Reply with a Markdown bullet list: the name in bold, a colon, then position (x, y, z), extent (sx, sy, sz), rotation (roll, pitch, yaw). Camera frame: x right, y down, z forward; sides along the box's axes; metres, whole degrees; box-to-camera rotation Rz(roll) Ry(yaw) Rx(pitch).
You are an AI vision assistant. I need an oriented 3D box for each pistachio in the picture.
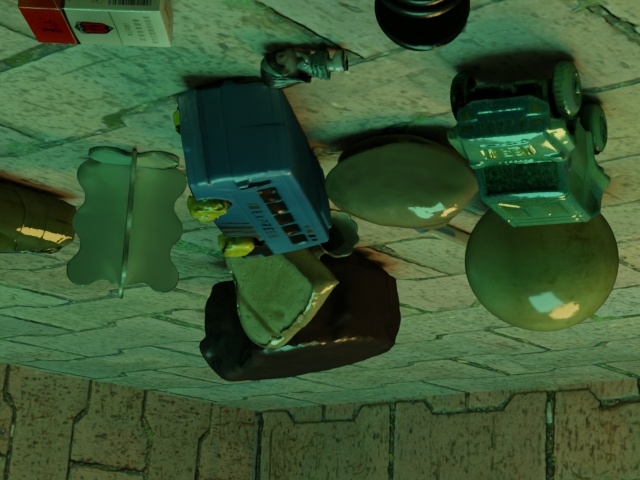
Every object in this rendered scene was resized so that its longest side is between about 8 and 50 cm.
- **pistachio**: position (0.117, -0.081, 1.950), extent (0.223, 0.126, 0.152), rotation (-3, 129, 27)

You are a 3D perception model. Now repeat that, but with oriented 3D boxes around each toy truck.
- **toy truck**: position (-0.091, -0.091, 1.897), extent (0.162, 0.161, 0.385), rotation (-11, 163, 6)
- **toy truck**: position (0.264, -0.114, 1.732), extent (0.155, 0.156, 0.279), rotation (-4, 165, 23)

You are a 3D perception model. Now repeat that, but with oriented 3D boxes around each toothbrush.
- **toothbrush**: position (0.167, -0.032, 2.287), extent (0.040, 0.040, 0.386), rotation (-9, 163, 37)

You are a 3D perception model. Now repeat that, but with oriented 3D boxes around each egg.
- **egg**: position (0.330, 0.032, 2.149), extent (0.218, 0.218, 0.295), rotation (7, 172, -18)

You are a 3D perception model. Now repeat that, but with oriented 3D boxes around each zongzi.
- **zongzi**: position (-0.551, -0.017, 2.272), extent (0.256, 0.115, 0.228), rotation (-20, 157, 33)

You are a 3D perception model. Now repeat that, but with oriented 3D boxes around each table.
- **table**: position (-0.288, -0.021, 2.081), extent (0.167, 0.198, 0.166), rotation (3, 165, 1)

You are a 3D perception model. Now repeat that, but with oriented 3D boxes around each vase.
- **vase**: position (0.000, 0.000, 2.365), extent (0.081, 0.081, 0.149), rotation (8, 167, -21)

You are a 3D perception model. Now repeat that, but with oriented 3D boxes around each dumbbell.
- **dumbbell**: position (0.099, -0.246, 1.363), extent (0.099, 0.099, 0.208), rotation (1, 165, 4)

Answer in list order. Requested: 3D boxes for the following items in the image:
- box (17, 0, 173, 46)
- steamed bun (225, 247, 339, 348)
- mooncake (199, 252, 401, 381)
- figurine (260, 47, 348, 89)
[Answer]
- **box**: position (-0.241, -0.249, 1.516), extent (0.152, 0.048, 0.100), rotation (0, 164, 1)
- **steamed bun**: position (-0.068, 0.072, 2.356), extent (0.110, 0.231, 0.212), rotation (-19, 140, -41)
- **mooncake**: position (-0.032, 0.141, 2.629), extent (0.351, 0.212, 0.381), rotation (8, 162, -36)
- **figurine**: position (-0.020, -0.206, 1.651), extent (0.106, 0.047, 0.060), rotation (-6, -154, 8)
